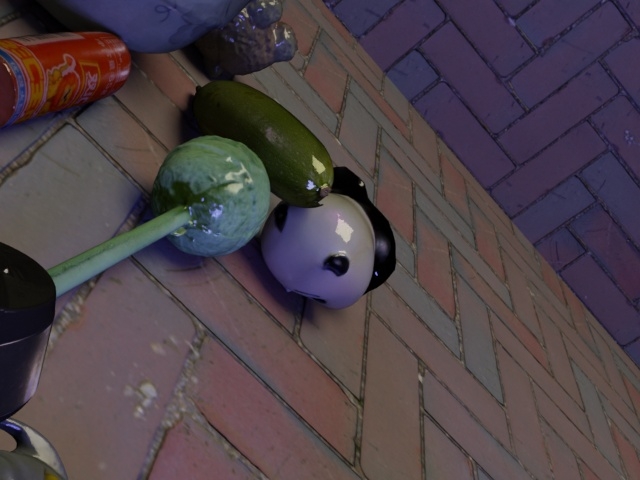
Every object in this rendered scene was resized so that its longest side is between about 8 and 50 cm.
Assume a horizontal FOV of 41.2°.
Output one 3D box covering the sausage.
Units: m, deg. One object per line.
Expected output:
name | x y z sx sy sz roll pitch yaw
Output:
sausage | -0.248 -0.159 0.806 0.074 0.074 0.274 50 19 -6

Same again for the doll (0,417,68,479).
doll | -0.158 0.172 0.467 0.195 0.062 0.104 46 65 -20

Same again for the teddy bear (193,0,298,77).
teddy bear | -0.146 -0.363 1.250 0.236 0.151 0.267 66 1 -63

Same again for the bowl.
bowl | -0.235 -0.329 0.959 0.307 0.163 0.307 42 18 -17

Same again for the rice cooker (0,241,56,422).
rice cooker | -0.218 0.047 0.428 0.165 0.107 0.112 -8 33 -38

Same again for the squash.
squash | -0.088 -0.132 0.989 0.094 0.094 0.341 33 6 -41

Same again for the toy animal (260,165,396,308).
toy animal | 0.000 0.000 1.003 0.166 0.138 0.179 36 25 15

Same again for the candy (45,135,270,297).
candy | -0.161 0.006 0.712 0.119 0.119 0.440 51 28 -2
